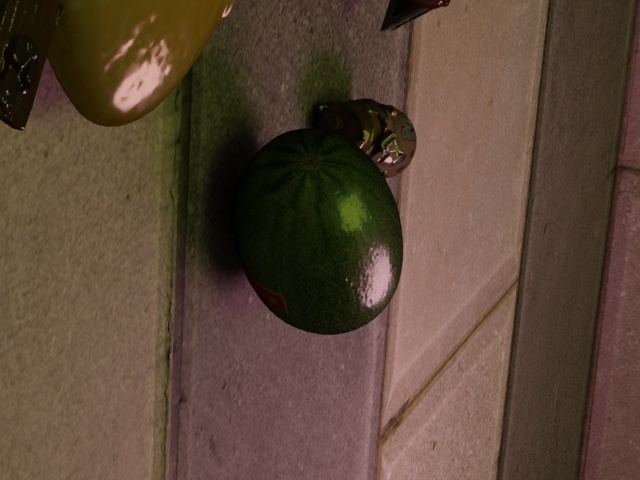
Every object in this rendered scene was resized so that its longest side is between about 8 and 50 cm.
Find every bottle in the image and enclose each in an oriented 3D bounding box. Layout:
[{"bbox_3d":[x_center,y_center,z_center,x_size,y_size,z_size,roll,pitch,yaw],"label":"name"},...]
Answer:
[{"bbox_3d":[0.050,-0.121,2.234,0.152,0.099,0.099,13,89,-69],"label":"bottle"}]

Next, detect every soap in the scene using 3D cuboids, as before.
[{"bbox_3d":[-0.130,-0.297,1.611,0.306,0.115,0.427,83,28,-51],"label":"soap"}]

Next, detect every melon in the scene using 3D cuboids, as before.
[{"bbox_3d":[0.000,0.000,2.039,0.288,0.182,0.182,73,35,-50],"label":"melon"}]

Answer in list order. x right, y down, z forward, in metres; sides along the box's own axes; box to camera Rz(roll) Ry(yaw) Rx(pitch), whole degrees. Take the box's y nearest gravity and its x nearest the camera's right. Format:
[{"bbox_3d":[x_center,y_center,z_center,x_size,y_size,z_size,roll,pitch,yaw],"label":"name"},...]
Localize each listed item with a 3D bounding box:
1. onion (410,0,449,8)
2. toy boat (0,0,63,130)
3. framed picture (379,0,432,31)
[{"bbox_3d":[0.140,-0.415,2.007,0.341,0.341,0.341,12,90,-70],"label":"onion"},{"bbox_3d":[-0.253,-0.150,1.357,0.089,0.121,0.321,37,67,-62],"label":"toy boat"},{"bbox_3d":[0.189,-0.375,2.245,0.018,0.231,0.293,47,39,-25],"label":"framed picture"}]
